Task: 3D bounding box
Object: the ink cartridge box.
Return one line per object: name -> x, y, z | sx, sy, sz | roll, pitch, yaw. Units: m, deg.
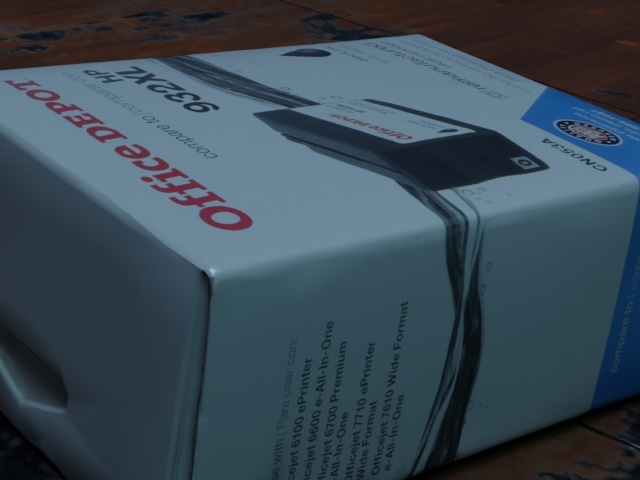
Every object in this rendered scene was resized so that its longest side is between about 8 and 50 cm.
ink cartridge box -> 0.000, 0.000, 0.649 | 0.307, 0.129, 0.223 | -12, 31, -39
